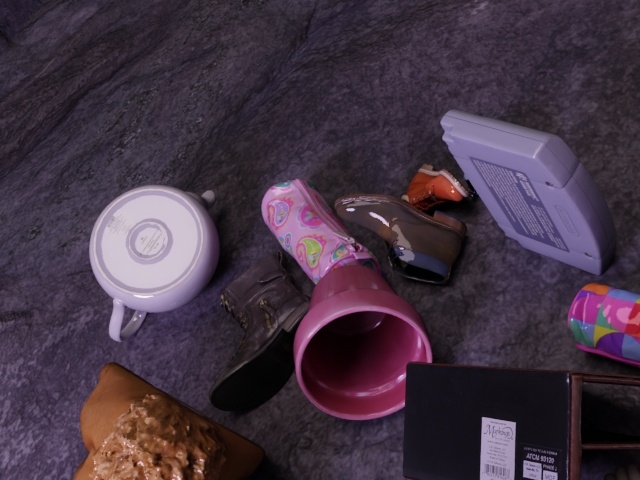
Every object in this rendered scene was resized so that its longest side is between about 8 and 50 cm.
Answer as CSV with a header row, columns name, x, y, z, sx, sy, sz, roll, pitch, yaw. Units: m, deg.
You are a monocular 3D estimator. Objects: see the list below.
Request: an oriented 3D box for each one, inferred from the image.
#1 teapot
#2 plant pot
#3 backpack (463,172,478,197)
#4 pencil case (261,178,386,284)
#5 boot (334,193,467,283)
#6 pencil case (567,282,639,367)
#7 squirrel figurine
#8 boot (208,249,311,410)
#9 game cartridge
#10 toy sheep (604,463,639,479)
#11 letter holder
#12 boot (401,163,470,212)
name,x,y,z,sx,sy,sz,roll,pitch,yaw
teapot,-0.301,0.032,1.660,0.256,0.187,0.252,-17,72,-2
plant pot,0.056,0.136,1.329,0.201,0.201,0.180,-28,27,11
backpack,0.296,-0.136,1.464,0.114,0.084,0.105,-5,55,26
pencil case,0.000,0.000,1.517,0.124,0.124,0.284,-39,40,-1
boot,0.121,-0.004,1.421,0.219,0.082,0.106,13,60,5
pencil case,0.438,0.126,1.135,0.236,0.104,0.104,17,65,43
squirrel figurine,-0.267,0.391,1.192,0.370,0.281,0.397,-60,6,-12
boot,-0.116,0.149,1.512,0.263,0.091,0.229,-41,37,-9
game cartridge,0.303,-0.063,1.240,0.198,0.297,0.062,20,71,42
toy sheep,0.372,0.305,1.035,0.132,0.091,0.091,-27,44,12
letter holder,0.273,0.231,1.077,0.302,0.214,0.152,-10,76,61
boot,0.191,-0.076,1.489,0.084,0.059,0.158,-48,20,-6
